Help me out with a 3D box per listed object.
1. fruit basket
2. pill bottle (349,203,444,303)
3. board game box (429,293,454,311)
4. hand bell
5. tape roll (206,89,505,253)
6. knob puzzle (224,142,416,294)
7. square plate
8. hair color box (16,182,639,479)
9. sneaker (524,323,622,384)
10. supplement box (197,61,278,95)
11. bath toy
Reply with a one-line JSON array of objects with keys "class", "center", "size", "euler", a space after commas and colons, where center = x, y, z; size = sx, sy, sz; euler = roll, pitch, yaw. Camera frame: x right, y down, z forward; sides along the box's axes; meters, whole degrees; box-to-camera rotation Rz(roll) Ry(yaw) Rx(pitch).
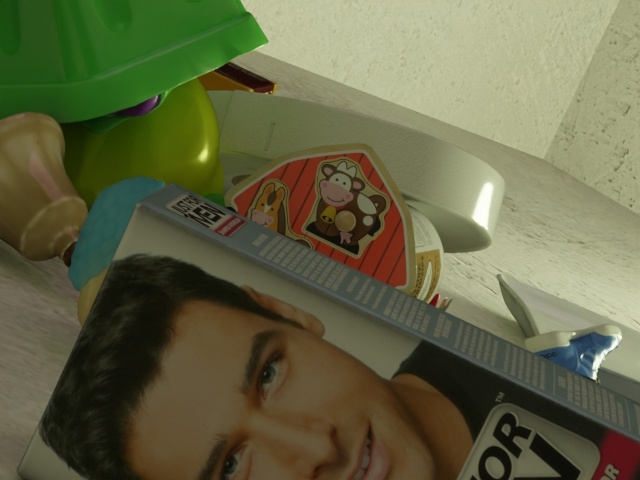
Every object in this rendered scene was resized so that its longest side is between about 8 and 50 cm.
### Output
[{"class": "fruit basket", "center": [-0.230, -0.135, 1.822], "size": [0.392, 0.392, 0.283], "euler": [30, 39, 30]}, {"class": "pill bottle", "center": [0.033, 0.025, 1.891], "size": [0.131, 0.131, 0.229], "euler": [28, 10, 15]}, {"class": "board game box", "center": [0.090, 0.056, 2.163], "size": [0.133, 0.033, 0.169], "euler": [28, 10, 17]}, {"class": "hand bell", "center": [-0.188, 0.017, 1.559], "size": [0.242, 0.126, 0.126], "euler": [43, 17, 26]}, {"class": "tape roll", "center": [0.009, -0.072, 2.127], "size": [0.392, 0.072, 0.392], "euler": [14, -10, 2]}, {"class": "knob puzzle", "center": [0.000, 0.000, 1.752], "size": [0.213, 0.213, 0.030], "euler": [25, 1, 1]}, {"class": "square plate", "center": [0.378, 0.159, 2.279], "size": [0.344, 0.049, 0.347], "euler": [24, 10, -8]}, {"class": "hair color box", "center": [0.030, 0.130, 1.167], "size": [0.374, 0.185, 0.113], "euler": [25, 10, 3]}, {"class": "sneaker", "center": [0.276, 0.137, 2.043], "size": [0.058, 0.084, 0.152], "euler": [-20, -11, 36]}, {"class": "supplement box", "center": [-0.179, -0.177, 2.447], "size": [0.191, 0.129, 0.194], "euler": [26, 10, 5]}, {"class": "bath toy", "center": [-0.031, 0.069, 1.500], "size": [0.129, 0.151, 0.348], "euler": [3, -16, 45]}]
